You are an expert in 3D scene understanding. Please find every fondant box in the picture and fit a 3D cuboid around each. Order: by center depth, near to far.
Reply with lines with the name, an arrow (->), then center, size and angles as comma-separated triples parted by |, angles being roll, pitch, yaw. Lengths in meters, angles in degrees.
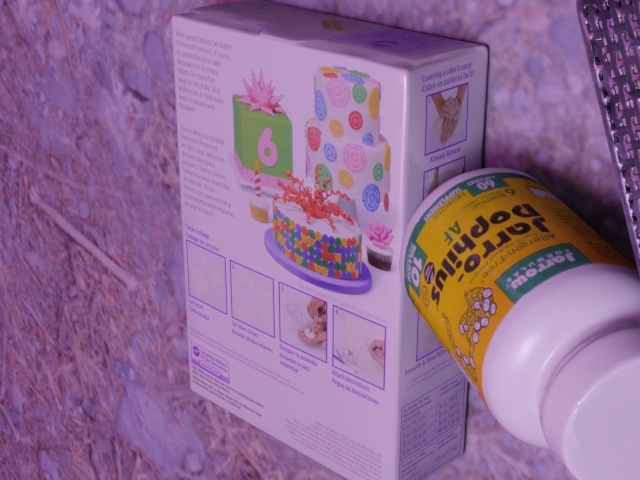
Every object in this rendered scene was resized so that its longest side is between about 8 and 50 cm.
fondant box -> 0.000, 0.000, 0.856 | 0.238, 0.096, 0.330 | 21, 122, 40

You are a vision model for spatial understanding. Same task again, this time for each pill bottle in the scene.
pill bottle -> 0.133, 0.048, 0.658 | 0.208, 0.117, 0.118 | -122, 32, -57

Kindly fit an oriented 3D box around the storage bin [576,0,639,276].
storage bin -> 0.215, -0.066, 0.575 | 0.084, 0.122, 0.180 | -8, 100, 48
